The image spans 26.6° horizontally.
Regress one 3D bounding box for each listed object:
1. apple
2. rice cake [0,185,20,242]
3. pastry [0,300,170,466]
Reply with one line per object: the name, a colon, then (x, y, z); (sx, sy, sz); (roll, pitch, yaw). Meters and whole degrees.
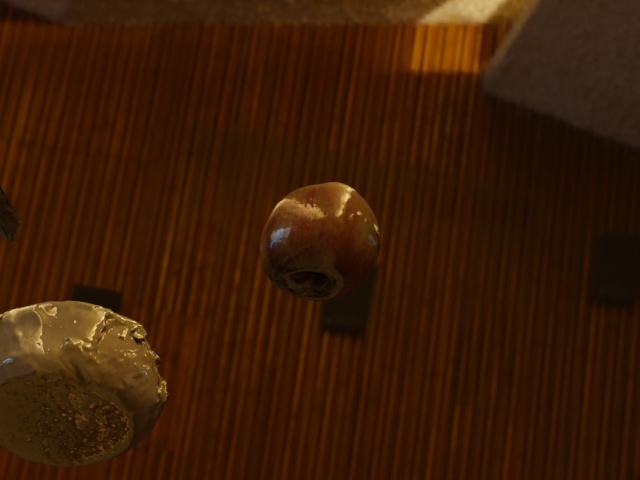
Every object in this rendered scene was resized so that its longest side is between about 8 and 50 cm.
apple: (0.000, 0.000, 0.940); (0.084, 0.071, 0.084); (6, -38, 5)
rice cake: (-0.366, -0.050, 1.502); (0.033, 0.033, 0.207); (31, -19, 12)
pastry: (-0.329, 0.184, 1.758); (0.265, 0.133, 0.265); (2, -40, 1)
